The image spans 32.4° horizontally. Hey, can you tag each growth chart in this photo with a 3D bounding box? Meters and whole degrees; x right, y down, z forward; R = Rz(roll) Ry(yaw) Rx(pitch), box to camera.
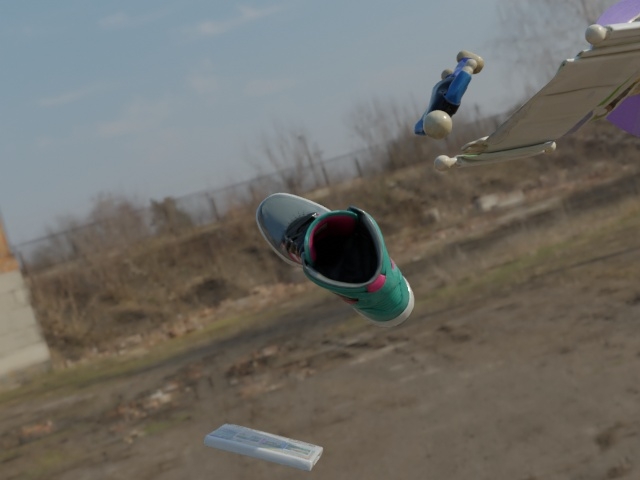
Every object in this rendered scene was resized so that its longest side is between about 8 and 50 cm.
[{"bbox_3d":[0.230,-0.129,0.987,0.172,0.021,0.237,-9,-22,-37],"label":"growth chart"}]

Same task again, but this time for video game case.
[{"bbox_3d":[-0.081,0.302,1.616,0.157,0.019,0.143,13,-1,7],"label":"video game case"}]

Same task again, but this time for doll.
[{"bbox_3d":[0.170,-0.191,1.460,0.129,0.046,0.189,-50,6,38],"label":"doll"}]

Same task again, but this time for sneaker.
[{"bbox_3d":[0.000,0.000,1.588,0.124,0.295,0.178,-49,-27,-10],"label":"sneaker"}]

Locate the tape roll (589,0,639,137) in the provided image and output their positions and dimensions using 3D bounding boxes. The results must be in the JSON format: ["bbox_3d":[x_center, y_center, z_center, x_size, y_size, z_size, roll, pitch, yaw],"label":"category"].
[{"bbox_3d":[0.553,-0.270,1.708,0.275,0.274,0.090,-17,-40,-14],"label":"tape roll"}]
